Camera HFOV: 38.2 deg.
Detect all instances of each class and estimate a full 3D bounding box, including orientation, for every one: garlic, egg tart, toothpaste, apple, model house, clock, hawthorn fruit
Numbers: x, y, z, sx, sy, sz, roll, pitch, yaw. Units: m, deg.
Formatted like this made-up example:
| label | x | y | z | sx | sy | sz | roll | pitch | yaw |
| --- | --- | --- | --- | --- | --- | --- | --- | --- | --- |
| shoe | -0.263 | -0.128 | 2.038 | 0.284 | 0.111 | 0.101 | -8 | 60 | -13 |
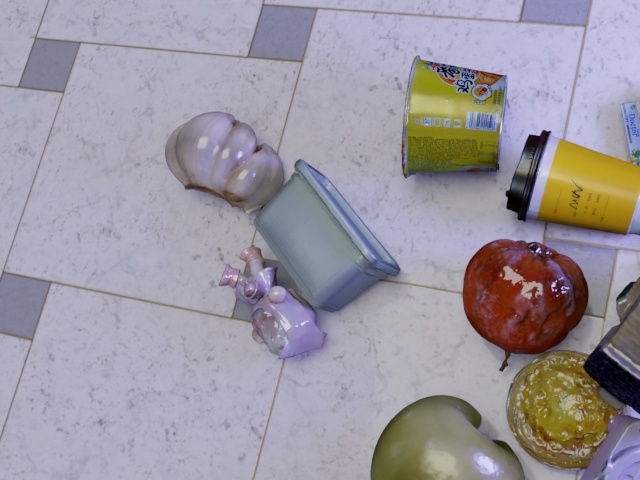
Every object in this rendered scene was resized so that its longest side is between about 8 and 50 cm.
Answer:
| label | x | y | z | sx | sy | sz | roll | pitch | yaw |
| --- | --- | --- | --- | --- | --- | --- | --- | --- | --- |
| garlic | -0.224 | -0.206 | 2.142 | 0.281 | 0.184 | 0.203 | 17 | 62 | 23 |
| egg tart | 0.476 | 0.327 | 1.782 | 0.234 | 0.094 | 0.234 | -6 | 69 | 14 |
| toothpaste | 0.656 | -0.205 | 1.925 | 0.034 | 0.046 | 0.164 | -11 | 70 | 18 |
| apple | 0.232 | 0.440 | 1.740 | 0.254 | 0.292 | 0.292 | -46 | 65 | 4 |
| model house | 0.622 | 0.177 | 1.652 | 0.243 | 0.298 | 0.284 | 42 | 119 | 15 |
| clock | 0.587 | 0.461 | 1.662 | 0.248 | 0.090 | 0.227 | 34 | 86 | -5 |
| hawthorn fruit | 0.387 | 0.136 | 1.814 | 0.242 | 0.242 | 0.271 | 26 | 109 | 24 |

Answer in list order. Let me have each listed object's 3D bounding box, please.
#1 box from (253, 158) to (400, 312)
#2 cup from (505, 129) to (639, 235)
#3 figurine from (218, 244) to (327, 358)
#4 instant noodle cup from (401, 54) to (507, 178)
| label | x | y | z | sx | sy | sz | roll | pitch | yaw |
| --- | --- | --- | --- | --- | --- | --- | --- | --- | --- |
| box | 0.000 | 0.000 | 2.013 | 0.182 | 0.175 | 0.312 | -41 | 65 | 11 |
| cup | 0.525 | -0.108 | 1.867 | 0.280 | 0.196 | 0.196 | 15 | 78 | 15 |
| figurine | -0.105 | 0.140 | 2.008 | 0.133 | 0.200 | 0.276 | -25 | 66 | -34 |
| instant noodle cup | 0.288 | -0.258 | 1.962 | 0.200 | 0.264 | 0.264 | 5 | 74 | 11 |
